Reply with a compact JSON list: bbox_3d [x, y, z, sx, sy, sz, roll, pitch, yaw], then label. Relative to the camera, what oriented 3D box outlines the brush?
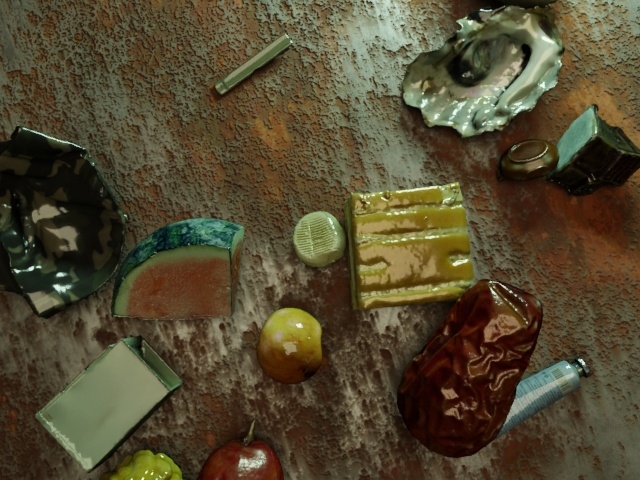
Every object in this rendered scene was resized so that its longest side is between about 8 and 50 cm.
[{"bbox_3d":[-0.141,-0.370,1.390,0.190,0.027,0.034,-35,82,3],"label":"brush"}]

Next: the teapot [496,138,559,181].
[{"bbox_3d":[0.428,-0.157,1.359,0.129,0.078,0.098,-19,44,9],"label":"teapot"}]

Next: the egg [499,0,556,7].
[{"bbox_3d":[0.408,-0.594,1.329,0.269,0.219,0.219,33,84,2],"label":"egg"}]

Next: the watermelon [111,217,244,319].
[{"bbox_3d":[-0.272,0.079,1.284,0.318,0.148,0.226,-35,93,-3],"label":"watermelon"}]

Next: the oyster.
[{"bbox_3d":[0.351,-0.354,1.349,0.351,0.115,0.238,-40,90,1],"label":"oyster"}]

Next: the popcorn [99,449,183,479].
[{"bbox_3d":[-0.359,0.497,1.203,0.203,0.200,0.226,19,76,1],"label":"popcorn"}]

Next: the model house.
[{"bbox_3d":[0.571,-0.165,1.357,0.152,0.106,0.165,31,120,-9],"label":"model house"}]

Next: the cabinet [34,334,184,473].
[{"bbox_3d":[-0.393,0.298,1.248,0.206,0.145,0.150,-44,87,-6],"label":"cabinet"}]

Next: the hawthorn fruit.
[{"bbox_3d":[-0.156,0.461,1.228,0.189,0.189,0.251,6,69,-1],"label":"hawthorn fruit"}]

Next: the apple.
[{"bbox_3d":[-0.053,0.207,1.268,0.146,0.146,0.146,0,84,-1],"label":"apple"}]

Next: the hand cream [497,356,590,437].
[{"bbox_3d":[0.409,0.314,1.313,0.271,0.058,0.091,-29,72,-1],"label":"hand cream"}]

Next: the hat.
[{"bbox_3d":[-0.598,-0.058,1.300,0.381,0.257,0.366,16,106,34],"label":"hat"}]

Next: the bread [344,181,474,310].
[{"bbox_3d":[0.178,0.013,1.311,0.246,0.111,0.239,-4,86,-3],"label":"bread"}]

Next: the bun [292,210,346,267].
[{"bbox_3d":[0.000,0.000,1.329,0.115,0.069,0.115,-5,73,16],"label":"bun"}]

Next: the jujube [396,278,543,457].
[{"bbox_3d":[0.279,0.232,1.215,0.216,0.216,0.342,30,101,2],"label":"jujube"}]
